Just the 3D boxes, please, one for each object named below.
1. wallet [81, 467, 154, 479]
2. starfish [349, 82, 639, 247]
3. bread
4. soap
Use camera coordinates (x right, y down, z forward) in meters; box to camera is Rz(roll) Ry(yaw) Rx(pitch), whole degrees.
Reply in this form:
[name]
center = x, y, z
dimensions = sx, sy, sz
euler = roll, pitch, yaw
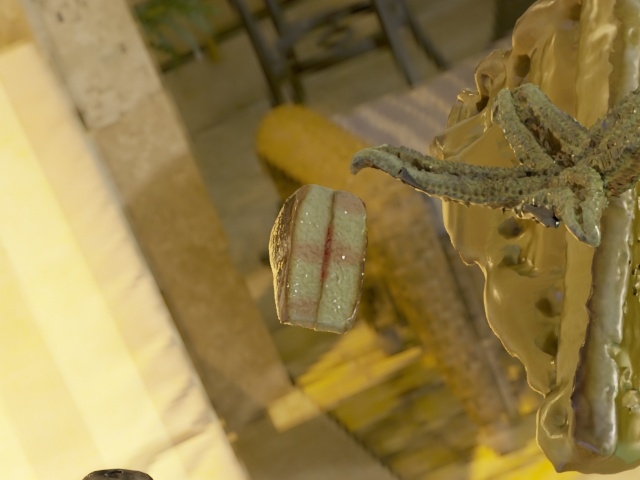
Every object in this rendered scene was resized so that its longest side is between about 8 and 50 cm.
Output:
[wallet]
center = -0.085, 0.192, 0.558
dimensions = 0.124, 0.042, 0.230
euler = -45, 37, 38
[starfish]
center = 0.124, -0.050, 0.837
dimensions = 0.176, 0.053, 0.208
euler = -32, 23, -20
[bread]
center = 0.000, 0.000, 0.969
dimensions = 0.043, 0.062, 0.109
euler = 13, 21, -10
[soap]
center = 0.166, 0.023, 1.207
dimensions = 0.304, 0.169, 0.338
euler = 131, 150, -64
